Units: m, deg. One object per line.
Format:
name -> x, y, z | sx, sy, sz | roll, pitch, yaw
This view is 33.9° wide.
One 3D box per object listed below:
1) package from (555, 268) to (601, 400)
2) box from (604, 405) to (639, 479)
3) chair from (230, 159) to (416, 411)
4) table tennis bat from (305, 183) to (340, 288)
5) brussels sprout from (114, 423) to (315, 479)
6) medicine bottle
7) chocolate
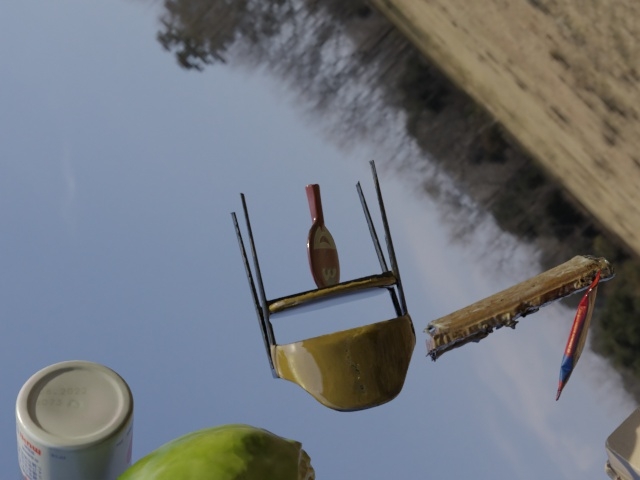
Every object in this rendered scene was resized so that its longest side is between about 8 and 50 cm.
package -> 0.395, 0.145, 1.607 | 0.022, 0.201, 0.083 | 20, -155, 20
box -> 0.364, 0.215, 1.110 | 0.089, 0.122, 0.062 | 38, 165, 48
chair -> 0.009, 0.057, 1.137 | 0.172, 0.158, 0.247 | 141, 115, -81
table tennis bat -> 0.000, 0.000, 1.414 | 0.098, 0.019, 0.155 | 5, -105, -67
brussels sprout -> -0.108, 0.359, 1.098 | 0.268, 0.344, 0.344 | 37, -179, 44
medicine bottle -> -0.293, 0.303, 1.255 | 0.130, 0.341, 0.130 | 7, -140, -6
chocolate -> 0.311, 0.101, 1.667 | 0.102, 0.329, 0.065 | 120, 125, -81
